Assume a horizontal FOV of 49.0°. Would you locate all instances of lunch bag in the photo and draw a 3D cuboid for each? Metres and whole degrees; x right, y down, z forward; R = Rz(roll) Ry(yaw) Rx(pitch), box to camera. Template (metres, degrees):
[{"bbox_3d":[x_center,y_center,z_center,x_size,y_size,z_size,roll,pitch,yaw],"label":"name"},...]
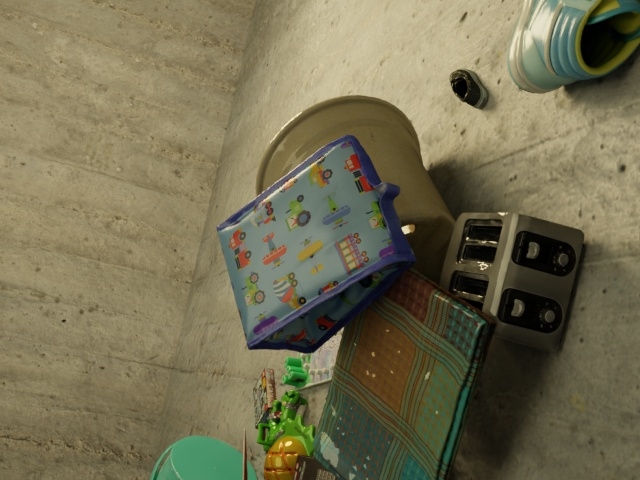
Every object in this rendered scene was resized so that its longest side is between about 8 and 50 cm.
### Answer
[{"bbox_3d":[0.000,0.000,1.034,0.293,0.138,0.220,-41,54,33],"label":"lunch bag"}]

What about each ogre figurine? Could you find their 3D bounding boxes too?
[{"bbox_3d":[-0.094,0.427,1.633,0.197,0.097,0.118,-29,36,48],"label":"ogre figurine"}]

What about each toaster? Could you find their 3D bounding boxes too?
[{"bbox_3d":[0.252,0.049,0.967,0.186,0.110,0.168,-171,97,-70],"label":"toaster"}]

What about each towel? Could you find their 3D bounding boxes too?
[{"bbox_3d":[0.101,0.223,1.006,0.271,0.040,0.370,33,117,49],"label":"towel"}]

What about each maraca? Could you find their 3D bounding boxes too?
[{"bbox_3d":[-0.060,0.467,1.498,0.127,0.099,0.185,26,99,38],"label":"maraca"}]

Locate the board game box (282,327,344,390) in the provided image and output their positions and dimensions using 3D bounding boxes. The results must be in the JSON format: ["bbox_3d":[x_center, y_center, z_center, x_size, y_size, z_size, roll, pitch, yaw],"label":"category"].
[{"bbox_3d":[0.022,0.126,1.609,0.390,0.050,0.389,144,137,-59],"label":"board game box"}]

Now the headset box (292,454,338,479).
[{"bbox_3d":[0.039,0.497,1.202,0.293,0.110,0.218,157,127,-65],"label":"headset box"}]

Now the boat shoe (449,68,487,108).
[{"bbox_3d":[0.262,-0.284,1.286,0.142,0.040,0.049,-109,39,-57],"label":"boat shoe"}]

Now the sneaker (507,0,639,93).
[{"bbox_3d":[0.371,-0.358,0.939,0.208,0.127,0.318,-149,65,-71],"label":"sneaker"}]

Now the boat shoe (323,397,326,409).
[{"bbox_3d":[0.039,0.356,1.399,0.152,0.056,0.049,-155,76,-79],"label":"boat shoe"}]

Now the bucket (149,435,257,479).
[{"bbox_3d":[-0.307,0.648,1.799,0.183,0.281,0.281,-62,23,15],"label":"bucket"}]

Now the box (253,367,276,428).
[{"bbox_3d":[-0.150,0.423,1.879,0.094,0.027,0.137,-61,24,31],"label":"box"}]

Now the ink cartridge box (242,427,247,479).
[{"bbox_3d":[-0.141,0.584,1.538,0.296,0.066,0.261,98,174,-57],"label":"ink cartridge box"}]

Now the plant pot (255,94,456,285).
[{"bbox_3d":[0.085,-0.038,1.231,0.333,0.334,0.305,-64,33,27],"label":"plant pot"}]
